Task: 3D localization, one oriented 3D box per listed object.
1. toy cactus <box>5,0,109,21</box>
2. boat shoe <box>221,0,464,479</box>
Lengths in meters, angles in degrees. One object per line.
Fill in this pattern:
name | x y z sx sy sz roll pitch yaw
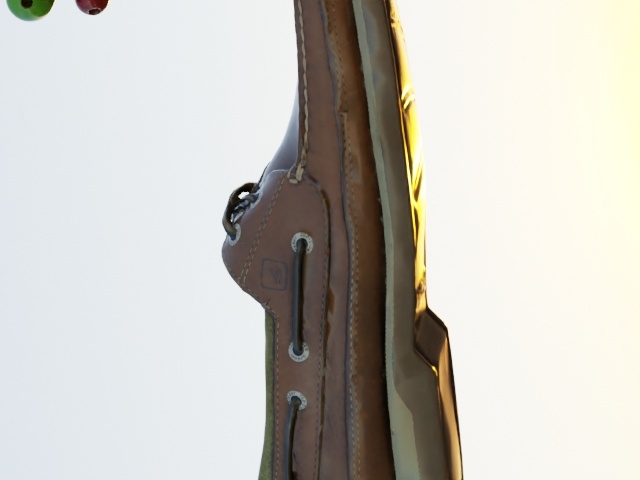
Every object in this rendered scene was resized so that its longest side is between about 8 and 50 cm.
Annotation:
toy cactus | -0.118 -0.230 1.183 0.180 0.112 0.219 15 -97 -60
boat shoe | 0.000 0.000 0.939 0.111 0.104 0.307 -26 -70 -80
